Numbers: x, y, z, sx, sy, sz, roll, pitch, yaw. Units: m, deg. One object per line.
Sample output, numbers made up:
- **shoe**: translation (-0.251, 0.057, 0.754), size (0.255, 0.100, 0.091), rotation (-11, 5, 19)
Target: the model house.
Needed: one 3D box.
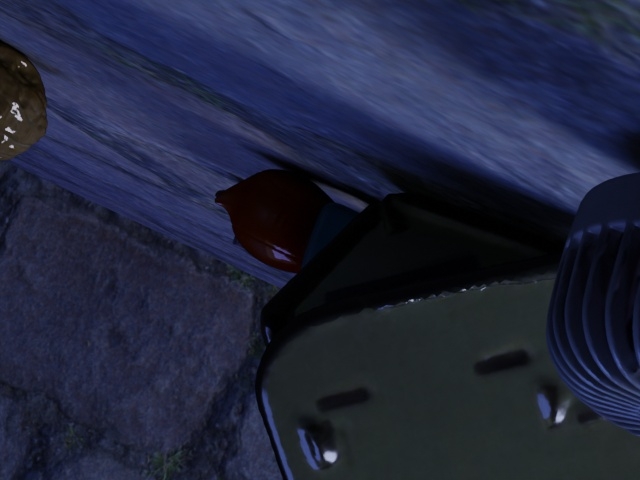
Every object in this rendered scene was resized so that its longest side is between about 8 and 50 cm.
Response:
- **model house**: translation (0.084, 0.048, 0.849), size (0.205, 0.218, 0.279), rotation (-12, -151, 6)

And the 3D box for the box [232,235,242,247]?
- **box**: translation (-0.036, -0.014, 1.145), size (0.036, 0.050, 0.117), rotation (19, 175, -6)

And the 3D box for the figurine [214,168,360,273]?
- **figurine**: translation (0.000, 0.000, 0.993), size (0.140, 0.068, 0.075), rotation (22, 178, 22)

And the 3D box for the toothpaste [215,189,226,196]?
- **toothpaste**: translation (0.028, 0.015, 1.230), size (0.239, 0.039, 0.062), rotation (27, -177, 15)

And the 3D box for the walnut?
- **walnut**: translation (-0.232, -0.098, 1.094), size (0.096, 0.082, 0.079), rotation (41, -164, -47)

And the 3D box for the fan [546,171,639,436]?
- **fan**: translation (0.189, 0.048, 0.494), size (0.244, 0.074, 0.130), rotation (20, 165, 1)
